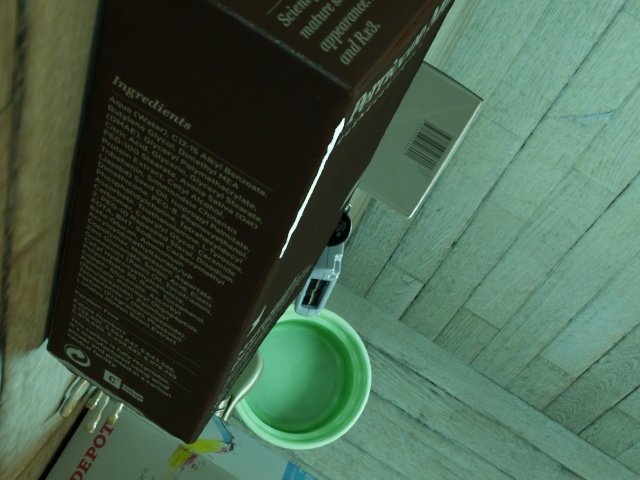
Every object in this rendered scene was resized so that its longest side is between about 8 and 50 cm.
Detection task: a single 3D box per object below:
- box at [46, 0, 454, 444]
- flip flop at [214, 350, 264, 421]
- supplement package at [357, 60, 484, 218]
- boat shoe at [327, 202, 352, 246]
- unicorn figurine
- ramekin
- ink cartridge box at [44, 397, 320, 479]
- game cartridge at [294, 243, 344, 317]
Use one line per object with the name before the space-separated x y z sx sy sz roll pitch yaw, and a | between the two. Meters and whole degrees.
box | -0.051 -0.048 0.631 0.191 0.143 0.381 -54 173 -39
flip flop | -0.199 0.288 1.749 0.277 0.112 0.080 -53 148 -27
supplement package | 0.107 -0.163 1.346 0.177 0.175 0.293 -59 176 13
boat shoe | -0.013 -0.029 1.370 0.127 0.113 0.340 -60 175 27
unicorn figurine | -0.190 0.124 0.911 0.111 0.060 0.162 -58 -168 3
ramekin | -0.054 0.292 2.108 0.303 0.303 0.148 -56 -177 -13
ink cartridge box | -0.157 0.302 1.078 0.198 0.270 0.197 -58 177 2
game cartridge | 0.000 0.000 1.643 0.294 0.060 0.196 111 -10 -69
